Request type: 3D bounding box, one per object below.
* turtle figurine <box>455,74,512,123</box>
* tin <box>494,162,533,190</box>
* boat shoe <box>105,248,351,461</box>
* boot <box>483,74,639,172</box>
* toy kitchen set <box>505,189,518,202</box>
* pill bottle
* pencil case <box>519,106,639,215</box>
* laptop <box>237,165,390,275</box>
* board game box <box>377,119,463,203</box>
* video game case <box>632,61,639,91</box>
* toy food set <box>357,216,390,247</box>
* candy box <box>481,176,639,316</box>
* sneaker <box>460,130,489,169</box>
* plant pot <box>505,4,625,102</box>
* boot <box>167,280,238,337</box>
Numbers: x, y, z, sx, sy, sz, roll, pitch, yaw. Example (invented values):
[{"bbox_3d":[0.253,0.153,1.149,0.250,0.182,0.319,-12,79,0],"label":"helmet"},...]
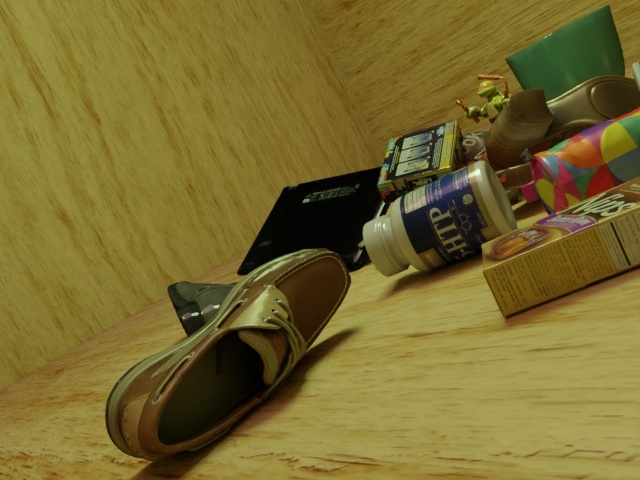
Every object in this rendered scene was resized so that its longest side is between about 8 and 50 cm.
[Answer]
[{"bbox_3d":[0.398,-0.266,1.367,0.087,0.217,0.269,-28,6,-7],"label":"turtle figurine"},{"bbox_3d":[0.341,-0.107,0.933,0.189,0.040,0.106,-14,6,-21],"label":"tin"},{"bbox_3d":[-0.073,0.122,0.676,0.324,0.123,0.119,-40,17,-31],"label":"boat shoe"},{"bbox_3d":[0.420,-0.164,1.043,0.283,0.109,0.220,-7,-23,0],"label":"boot"},{"bbox_3d":[0.280,-0.080,1.051,0.075,0.083,0.068,-27,-35,-2],"label":"toy kitchen set"},{"bbox_3d":[0.158,-0.021,0.837,0.186,0.112,0.112,-25,6,26],"label":"pill bottle"},{"bbox_3d":[0.367,-0.108,0.747,0.236,0.105,0.104,-25,6,3],"label":"pencil case"},{"bbox_3d":[0.086,-0.032,1.407,0.381,0.236,0.408,-7,47,47],"label":"laptop"},{"bbox_3d":[0.190,-0.148,1.159,0.141,0.048,0.170,-11,35,25],"label":"board game box"},{"bbox_3d":[0.445,-0.161,0.659,0.173,0.022,0.190,-10,40,22],"label":"video game case"},{"bbox_3d":[0.138,-0.009,1.057,0.132,0.038,0.192,-41,9,-5],"label":"toy food set"},{"bbox_3d":[0.246,-0.001,0.573,0.186,0.053,0.109,-24,6,17],"label":"candy box"},{"bbox_3d":[0.283,-0.140,1.221,0.276,0.098,0.135,-26,35,-8],"label":"sneaker"},{"bbox_3d":[0.701,-0.472,1.722,0.292,0.235,0.293,-27,7,3],"label":"plant pot"},{"bbox_3d":[-0.174,0.116,1.230,0.222,0.118,0.338,-26,16,-15],"label":"boot"}]
